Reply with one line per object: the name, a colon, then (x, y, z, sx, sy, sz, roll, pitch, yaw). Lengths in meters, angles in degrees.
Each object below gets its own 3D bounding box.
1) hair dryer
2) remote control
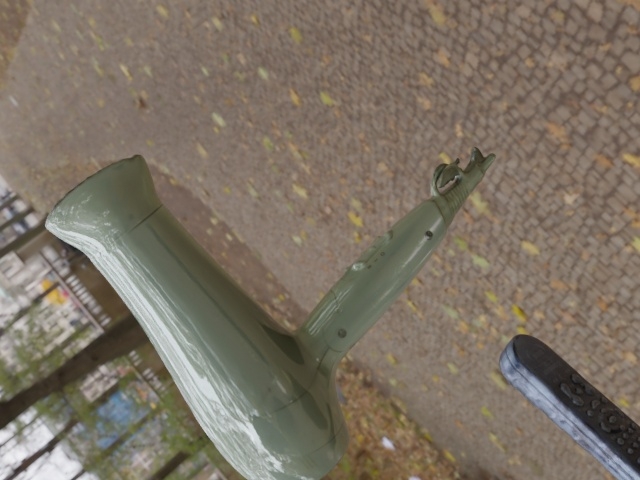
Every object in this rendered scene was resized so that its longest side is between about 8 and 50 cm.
hair dryer: (0.000, 0.000, 0.471, 0.206, 0.237, 0.075, 56, 168, -11)
remote control: (0.169, 0.114, 0.481, 0.152, 0.043, 0.027, 42, 118, 25)
